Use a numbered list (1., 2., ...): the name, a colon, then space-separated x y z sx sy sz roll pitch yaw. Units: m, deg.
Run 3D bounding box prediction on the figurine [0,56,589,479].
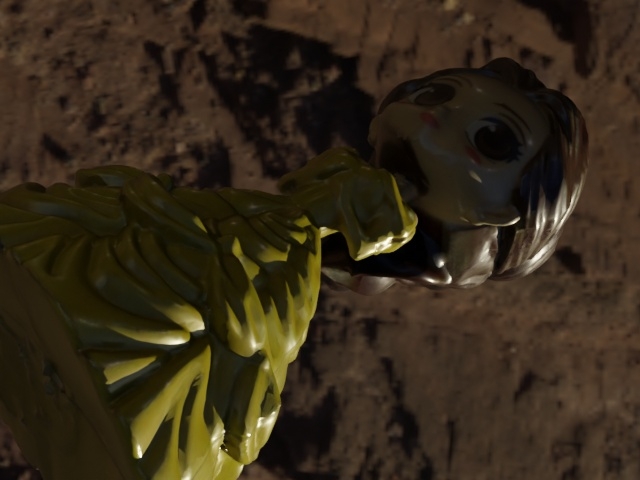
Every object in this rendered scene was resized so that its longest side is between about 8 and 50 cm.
1. figurine: 0.000 -0.004 0.665 0.315 0.187 0.168 -28 113 -28
